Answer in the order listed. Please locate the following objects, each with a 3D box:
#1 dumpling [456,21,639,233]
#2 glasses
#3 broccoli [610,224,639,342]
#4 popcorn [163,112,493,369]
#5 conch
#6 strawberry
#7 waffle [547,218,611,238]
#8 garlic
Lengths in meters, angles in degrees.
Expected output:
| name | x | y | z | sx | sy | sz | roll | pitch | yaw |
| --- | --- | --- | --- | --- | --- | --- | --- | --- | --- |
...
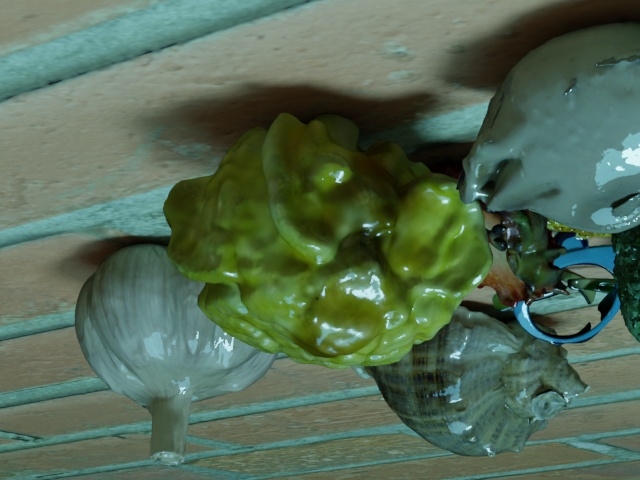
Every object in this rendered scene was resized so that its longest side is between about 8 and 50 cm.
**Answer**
| name | x | y | z | sx | sy | sz | roll | pitch | yaw |
| --- | --- | --- | --- | --- | --- | --- | --- | --- | --- |
| dumpling | 0.209 | -0.087 | 1.128 | 0.247 | 0.142 | 0.172 | -22 | -170 | 36 |
| glasses | 0.278 | 0.068 | 1.655 | 0.239 | 0.102 | 0.207 | 3 | 163 | -17 |
| broccoli | 0.349 | -0.003 | 1.246 | 0.270 | 0.270 | 0.270 | -34 | 158 | 5 |
| popcorn | 0.006 | -0.001 | 1.246 | 0.235 | 0.181 | 0.216 | 24 | 166 | -28 |
| conch | 0.160 | 0.170 | 1.900 | 0.291 | 0.159 | 0.210 | -7 | 164 | 27 |
| strawberry | 0.110 | -0.026 | 1.397 | 0.208 | 0.087 | 0.167 | 18 | 155 | 34 |
| waffle | 0.250 | -0.018 | 1.516 | 0.078 | 0.016 | 0.085 | -11 | 162 | 32 |
| garlic | -0.139 | 0.118 | 1.611 | 0.218 | 0.212 | 0.218 | 2 | 158 | 1 |
